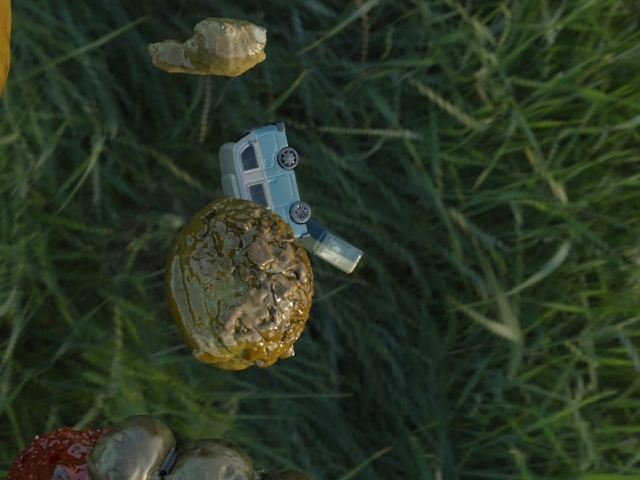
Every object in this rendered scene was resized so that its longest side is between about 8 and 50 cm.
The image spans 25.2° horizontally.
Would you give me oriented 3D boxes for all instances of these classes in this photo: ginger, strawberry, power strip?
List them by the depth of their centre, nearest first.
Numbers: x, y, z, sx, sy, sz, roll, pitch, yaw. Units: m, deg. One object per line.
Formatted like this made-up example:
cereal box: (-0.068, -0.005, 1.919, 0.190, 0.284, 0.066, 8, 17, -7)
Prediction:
ginger: (-0.089, 0.198, 1.149, 0.204, 0.104, 0.080, 21, 82, -8)
strawberry: (-0.254, 0.280, 1.522, 0.187, 0.201, 0.184, -25, 122, 10)
power strip: (0.000, 0.000, 1.630, 0.056, 0.123, 0.032, 30, 93, -23)
ginger: (-0.153, -0.254, 1.881, 0.165, 0.096, 0.067, -4, 66, 13)

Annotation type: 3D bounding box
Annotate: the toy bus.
toy bus: (-0.062, -0.055, 1.461, 0.075, 0.060, 0.123, -15, 95, -24)

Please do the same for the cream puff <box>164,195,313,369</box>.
cream puff: (-0.062, 0.033, 1.176, 0.126, 0.103, 0.144, 8, 67, -54)

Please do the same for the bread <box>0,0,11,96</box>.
bread: (-0.215, -0.126, 0.764, 0.114, 0.077, 0.189, -22, 111, -54)
